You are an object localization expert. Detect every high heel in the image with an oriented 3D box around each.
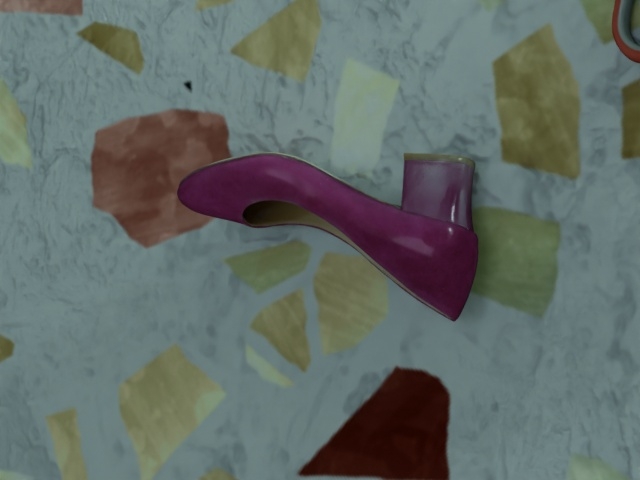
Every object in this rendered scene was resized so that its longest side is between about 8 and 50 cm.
[{"bbox_3d":[0.000,0.000,1.328,0.244,0.082,0.117,1,77,20],"label":"high heel"}]

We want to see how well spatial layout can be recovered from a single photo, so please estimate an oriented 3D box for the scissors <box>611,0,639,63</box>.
[{"bbox_3d":[0.280,-0.253,1.202,0.109,0.021,0.297,24,100,34],"label":"scissors"}]
